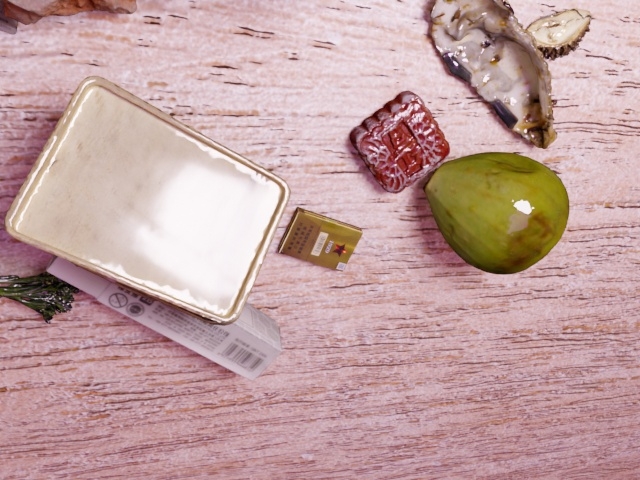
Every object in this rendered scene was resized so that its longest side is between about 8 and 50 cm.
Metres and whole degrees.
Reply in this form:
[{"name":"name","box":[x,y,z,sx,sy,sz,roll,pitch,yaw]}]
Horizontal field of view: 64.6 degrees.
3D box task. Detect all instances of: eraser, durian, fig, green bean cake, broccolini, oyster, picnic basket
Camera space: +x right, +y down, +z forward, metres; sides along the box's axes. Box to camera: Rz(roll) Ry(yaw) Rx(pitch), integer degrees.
[{"name":"eraser","box":[-0.249,0.104,0.874,0.403,0.096,0.098,38,106,-27]},{"name":"durian","box":[0.385,-0.330,0.821,0.130,0.052,0.066,-18,83,-6]},{"name":"fig","box":[0.297,-0.051,0.852,0.230,0.207,0.207,29,109,-26]},{"name":"green bean cake","box":[0.133,-0.158,0.839,0.135,0.056,0.135,-37,121,8]},{"name":"broccolini","box":[-0.485,0.049,0.765,0.123,0.062,0.271,-40,140,7]},{"name":"oyster","box":[0.291,-0.269,0.806,0.128,0.079,0.345,-21,132,39]},{"name":"picnic basket","box":[-0.227,-0.036,0.710,0.312,0.175,0.228,27,77,-21]}]

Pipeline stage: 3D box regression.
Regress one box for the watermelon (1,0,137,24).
[{"name":"watermelon","box":[-0.245,-0.388,0.551,0.263,0.151,0.302,-11,125,-24]}]

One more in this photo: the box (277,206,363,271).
[{"name":"box","box":[0.000,0.000,0.915,0.133,0.023,0.090,17,115,-21]}]

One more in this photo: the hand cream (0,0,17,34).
[{"name":"hand cream","box":[-0.398,-0.346,0.632,0.057,0.037,0.165,18,120,-22]}]
